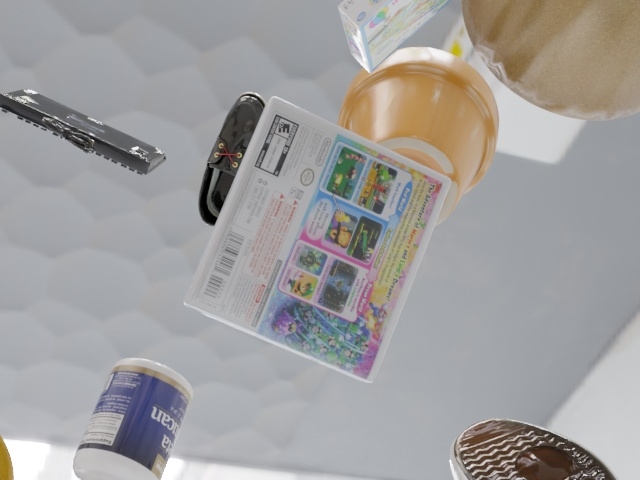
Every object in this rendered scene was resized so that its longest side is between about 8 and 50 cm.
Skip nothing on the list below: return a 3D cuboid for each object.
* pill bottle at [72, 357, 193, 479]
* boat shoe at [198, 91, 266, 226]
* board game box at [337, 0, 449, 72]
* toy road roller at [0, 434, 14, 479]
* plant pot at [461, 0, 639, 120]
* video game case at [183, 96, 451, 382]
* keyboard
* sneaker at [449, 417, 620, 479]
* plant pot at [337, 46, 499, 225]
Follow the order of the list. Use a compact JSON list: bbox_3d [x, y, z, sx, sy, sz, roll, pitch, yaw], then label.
[{"bbox_3d":[-0.204,0.218,1.298,0.094,0.094,0.169,-48,-161,57],"label":"pill bottle"},{"bbox_3d":[-0.079,-0.073,1.145,0.042,0.049,0.133,-41,153,-62],"label":"boat shoe"},{"bbox_3d":[0.084,-0.213,1.004,0.154,0.026,0.103,-42,166,-4],"label":"board game box"},{"bbox_3d":[-0.411,0.347,1.470,0.202,0.329,0.240,-40,-147,37],"label":"toy road roller"},{"bbox_3d":[0.279,-0.275,1.140,0.254,0.237,0.237,113,-20,-64],"label":"plant pot"},{"bbox_3d":[0.000,0.000,0.853,0.157,0.143,0.019,-68,-168,-10],"label":"video game case"},{"bbox_3d":[-0.261,-0.116,1.330,0.108,0.180,0.023,-56,170,-76],"label":"keyboard"},{"bbox_3d":[0.201,0.248,0.908,0.290,0.106,0.123,37,-38,40],"label":"sneaker"},{"bbox_3d":[0.114,-0.110,1.517,0.188,0.205,0.205,-72,-176,-59],"label":"plant pot"}]
